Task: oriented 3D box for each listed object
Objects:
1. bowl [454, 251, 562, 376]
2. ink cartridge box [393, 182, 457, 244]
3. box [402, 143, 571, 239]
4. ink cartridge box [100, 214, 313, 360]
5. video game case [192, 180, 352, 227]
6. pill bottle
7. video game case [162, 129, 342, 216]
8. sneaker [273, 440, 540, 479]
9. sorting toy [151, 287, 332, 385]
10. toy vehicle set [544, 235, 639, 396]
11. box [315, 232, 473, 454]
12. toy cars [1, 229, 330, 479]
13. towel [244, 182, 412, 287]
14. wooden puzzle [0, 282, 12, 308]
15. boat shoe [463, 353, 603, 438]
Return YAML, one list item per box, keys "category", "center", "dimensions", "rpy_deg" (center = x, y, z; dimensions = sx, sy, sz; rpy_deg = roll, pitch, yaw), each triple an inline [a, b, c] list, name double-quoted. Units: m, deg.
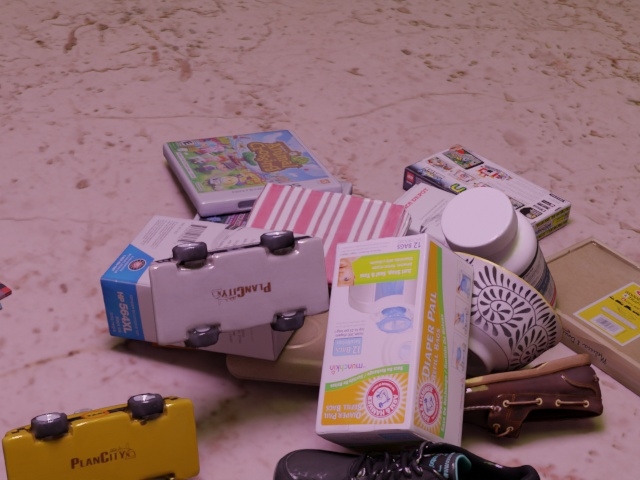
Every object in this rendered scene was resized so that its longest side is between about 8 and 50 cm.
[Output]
- category: "bowl"
  center: [0.169, 0.096, 1.326]
  dimensions: [0.170, 0.170, 0.080]
  rpy_deg: [22, 64, 26]
- category: "ink cartridge box"
  center: [0.163, -0.005, 1.557]
  dimensions: [0.150, 0.063, 0.109]
  rpy_deg: [22, 38, 26]
- category: "box"
  center: [0.226, -0.062, 1.672]
  dimensions: [0.114, 0.036, 0.207]
  rpy_deg: [-25, 43, -36]
- category: "ink cartridge box"
  center: [-0.121, 0.051, 1.374]
  dimensions: [0.203, 0.085, 0.148]
  rpy_deg: [8, 32, 17]
- category: "video game case"
  center: [-0.062, -0.037, 1.592]
  dimensions: [0.184, 0.023, 0.201]
  rpy_deg: [6, 27, 8]
- category: "pill bottle"
  center: [0.199, 0.023, 1.388]
  dimensions: [0.108, 0.180, 0.108]
  rpy_deg: [-13, 51, 16]
- category: "video game case"
  center: [-0.096, -0.096, 1.655]
  dimensions: [0.193, 0.023, 0.212]
  rpy_deg: [-8, 28, -18]
- category: "sneaker"
  center: [0.086, 0.230, 1.163]
  dimensions: [0.267, 0.106, 0.101]
  rpy_deg: [10, 35, 11]
- category: "sorting toy"
  center: [-0.026, 0.095, 1.418]
  dimensions: [0.307, 0.041, 0.229]
  rpy_deg: [4, 30, 12]
- category: "toy vehicle set"
  center: [0.368, 0.094, 1.453]
  dimensions: [0.166, 0.035, 0.267]
  rpy_deg: [-21, 41, -33]
- category: "box"
  center: [0.077, 0.108, 1.230]
  dimensions: [0.114, 0.103, 0.203]
  rpy_deg: [-7, 66, 34]
- category: "toy cars"
  center: [-0.155, 0.124, 1.207]
  dimensions: [0.393, 0.176, 0.087]
  rpy_deg: [-51, 24, -13]
- category: "towel"
  center: [0.000, 0.000, 1.477]
  dimensions: [0.197, 0.029, 0.144]
  rpy_deg: [10, 48, 16]
- category: "wooden puzzle"
  center: [-0.403, 0.061, 1.454]
  dimensions: [0.083, 0.006, 0.049]
  rpy_deg: [27, 40, 31]
- category: "boat shoe"
  center: [0.201, 0.173, 1.290]
  dimensions: [0.207, 0.073, 0.073]
  rpy_deg: [-10, 76, -9]
